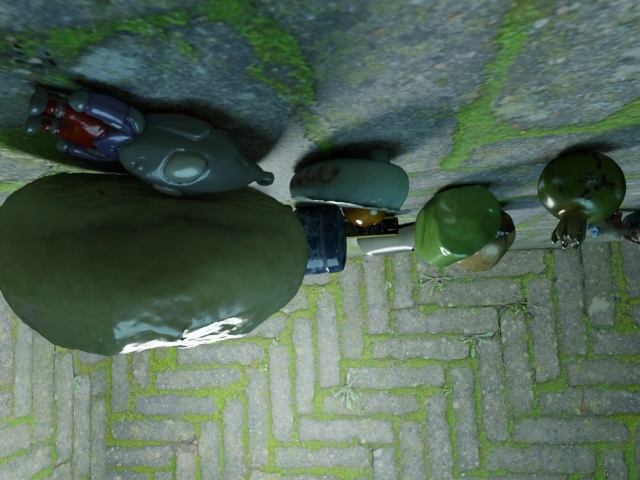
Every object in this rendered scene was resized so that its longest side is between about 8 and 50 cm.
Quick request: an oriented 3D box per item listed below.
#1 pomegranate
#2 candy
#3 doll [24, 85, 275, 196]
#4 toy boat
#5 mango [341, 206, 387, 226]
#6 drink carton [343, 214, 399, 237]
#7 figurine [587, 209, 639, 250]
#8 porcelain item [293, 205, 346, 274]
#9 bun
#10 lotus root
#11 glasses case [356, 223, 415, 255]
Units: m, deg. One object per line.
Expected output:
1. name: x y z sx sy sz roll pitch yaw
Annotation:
1. pomegranate: 0.360 -0.056 0.663 0.114 0.142 0.114 19 164 5
2. candy: 0.275 -0.021 1.002 0.131 0.142 0.343 -16 175 3
3. doll: -0.144 -0.086 0.447 0.227 0.075 0.102 15 156 -34
4. toy boat: 0.040 -0.083 0.655 0.134 0.079 0.207 8 -179 -26
5. mango: 0.086 -0.060 0.887 0.077 0.063 0.127 8 170 -20
6. drink carton: 0.116 -0.035 1.218 0.165 0.056 0.071 -4 -177 13
7. figurine: 0.871 -0.030 1.326 0.259 0.103 0.205 3 -162 -18
8. porcelain item: 0.000 0.000 1.030 0.114 0.147 0.147 -5 175 6
9. bun: -0.188 0.031 0.590 0.360 0.213 0.361 6 -168 -1
10. lotus root: 0.407 -0.006 1.194 0.140 0.155 0.257 33 161 10
11. glasses case: 0.249 0.001 1.506 0.128 0.083 0.308 1 174 -31
